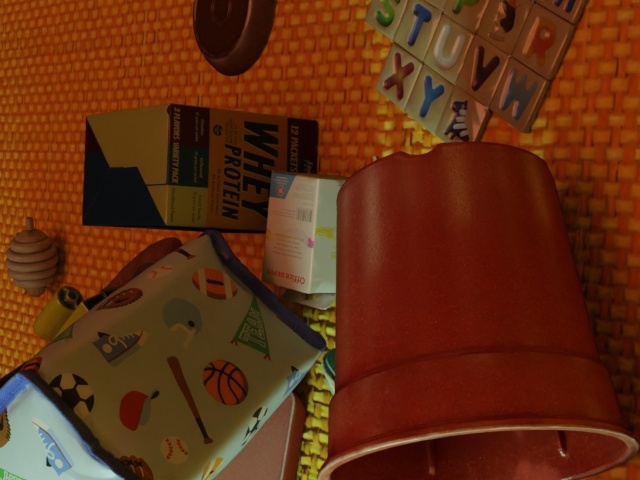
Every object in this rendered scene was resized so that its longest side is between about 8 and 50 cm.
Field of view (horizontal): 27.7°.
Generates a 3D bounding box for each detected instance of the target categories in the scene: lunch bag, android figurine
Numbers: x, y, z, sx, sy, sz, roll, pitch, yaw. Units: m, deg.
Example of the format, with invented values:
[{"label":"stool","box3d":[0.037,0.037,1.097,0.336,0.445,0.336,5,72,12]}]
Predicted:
[{"label":"lunch bag","box3d":[-0.236,0.207,1.423,0.239,0.328,0.385,47,134,4]},{"label":"android figurine","box3d":[-0.304,0.185,1.788,0.248,0.056,0.273,53,132,8]}]

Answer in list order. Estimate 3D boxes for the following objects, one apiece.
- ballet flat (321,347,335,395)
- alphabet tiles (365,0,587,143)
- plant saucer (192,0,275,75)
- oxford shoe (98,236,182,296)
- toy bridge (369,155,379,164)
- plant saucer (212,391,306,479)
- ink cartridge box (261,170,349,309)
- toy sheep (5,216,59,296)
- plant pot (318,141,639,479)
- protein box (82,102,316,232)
[{"label":"ballet flat","box3d":[0.052,0.184,1.395,0.052,0.057,0.168,90,157,-46]},{"label":"alphabet tiles","box3d":[0.162,-0.271,1.299,0.285,0.011,0.342,45,122,44]},{"label":"plant saucer","box3d":[-0.117,-0.294,1.647,0.168,0.029,0.168,-3,86,51]},{"label":"oxford shoe","box3d":[-0.240,0.054,1.770,0.212,0.076,0.076,-30,34,51]},{"label":"toy bridge","box3d":[0.067,0.002,1.364,0.026,0.063,0.188,-18,75,51]},{"label":"plant saucer","box3d":[-0.107,0.272,1.587,0.258,0.048,0.259,19,102,51]},{"label":"ink cartridge box","box3d":[0.000,0.000,1.428,0.092,0.090,0.143,13,99,52]},{"label":"toy sheep","box3d":[-0.448,0.026,2.011,0.091,0.091,0.132,21,123,51]},{"label":"plant pot","box3d":[0.124,0.072,1.149,0.272,0.272,0.265,-31,56,47]},{"label":"protein box","box3d":[-0.144,-0.079,1.527,0.200,0.201,0.136,1,89,52]}]
